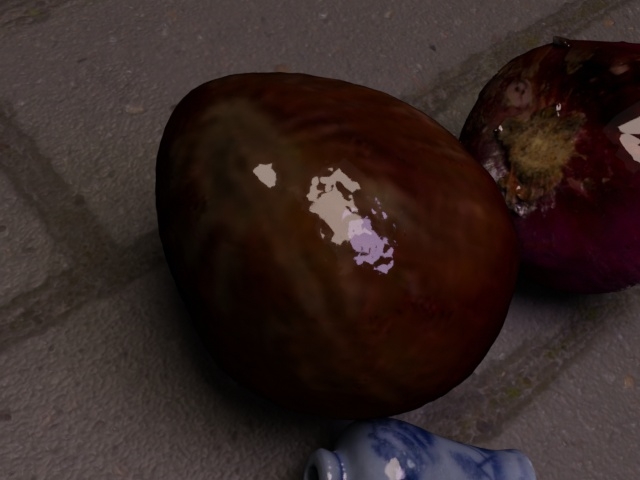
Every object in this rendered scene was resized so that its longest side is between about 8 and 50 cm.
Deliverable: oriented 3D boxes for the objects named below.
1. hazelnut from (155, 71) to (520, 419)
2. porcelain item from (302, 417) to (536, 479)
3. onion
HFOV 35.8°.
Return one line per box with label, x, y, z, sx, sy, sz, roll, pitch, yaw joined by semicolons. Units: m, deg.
hazelnut;0.000;0.000;1.055;0.421;0.353;0.421;41;17;-16
porcelain item;0.108;0.268;1.085;0.259;0.141;0.141;9;56;-23
onion;0.372;-0.089;1.310;0.385;0.347;0.348;13;48;-52
